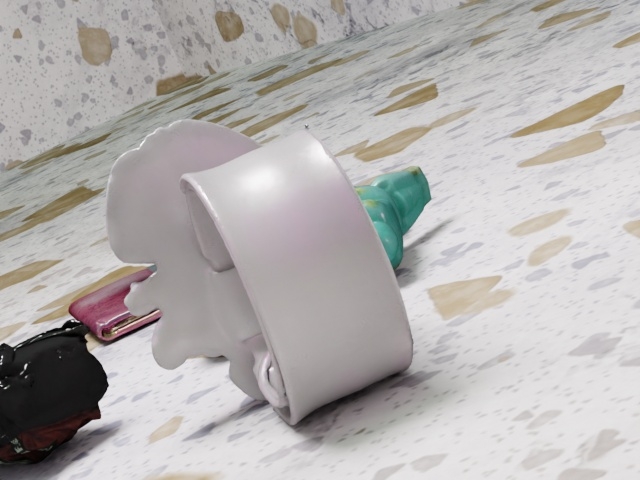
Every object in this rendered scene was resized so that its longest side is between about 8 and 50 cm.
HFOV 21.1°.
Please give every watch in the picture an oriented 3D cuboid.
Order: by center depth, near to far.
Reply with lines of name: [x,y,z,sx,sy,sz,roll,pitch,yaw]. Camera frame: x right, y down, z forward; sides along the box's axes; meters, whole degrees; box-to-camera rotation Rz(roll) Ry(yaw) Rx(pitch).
watch: [-0.050,0.015,1.293,0.196,0.244,0.231,-24,4,-9]

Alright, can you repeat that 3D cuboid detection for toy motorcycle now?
toy motorcycle: [0.001,-0.001,1.618,0.198,0.109,0.296,-13,16,34]

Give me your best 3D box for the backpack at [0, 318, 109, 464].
backpack: [-0.263,0.144,1.483,0.120,0.106,0.165,-20,-13,-40]

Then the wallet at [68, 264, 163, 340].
wallet: [-0.214,0.068,1.924,0.119,0.025,0.232,-26,11,-13]
